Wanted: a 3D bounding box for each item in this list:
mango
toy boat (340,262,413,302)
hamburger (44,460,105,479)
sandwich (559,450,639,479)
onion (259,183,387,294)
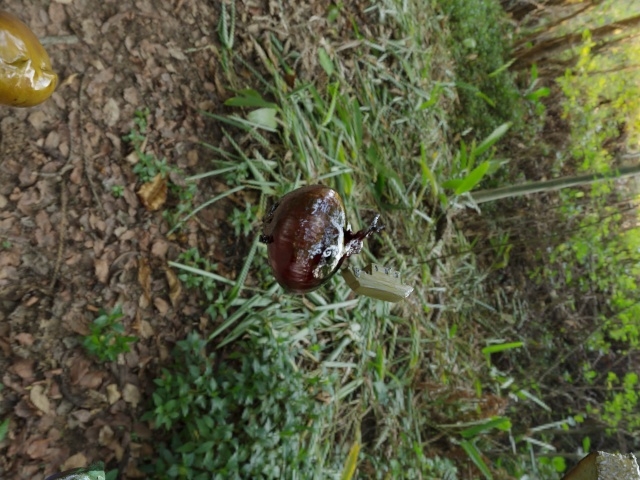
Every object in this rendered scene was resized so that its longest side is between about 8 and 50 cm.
[{"bbox_3d":[-0.249,-0.141,0.396,0.077,0.063,0.127,49,2,-34],"label":"mango"},{"bbox_3d":[0.138,0.098,1.235,0.201,0.057,0.077,18,55,-29],"label":"toy boat"},{"bbox_3d":[-0.286,0.416,0.582,0.260,0.151,0.275,-47,142,-76],"label":"hamburger"},{"bbox_3d":[0.483,0.558,0.856,0.301,0.099,0.271,-88,-176,-46],"label":"sandwich"},{"bbox_3d":[0.000,0.000,1.170,0.273,0.285,0.272,-170,-90,-90],"label":"onion"}]
